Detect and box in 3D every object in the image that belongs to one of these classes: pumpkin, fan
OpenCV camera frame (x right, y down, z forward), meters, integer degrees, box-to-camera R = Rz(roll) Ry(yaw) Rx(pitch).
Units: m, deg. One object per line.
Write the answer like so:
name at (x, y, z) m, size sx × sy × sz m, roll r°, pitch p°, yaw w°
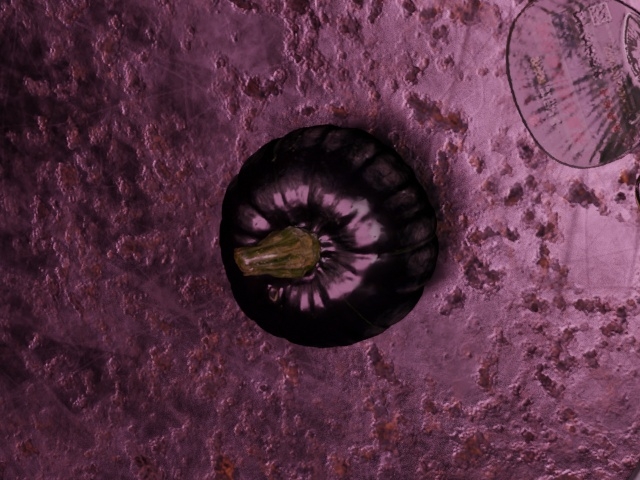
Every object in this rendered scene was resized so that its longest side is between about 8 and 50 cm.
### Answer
pumpkin at (0.000, 0.000, 1.919) m, size 0.295 × 0.296 × 0.296 m, roll 5°, pitch 104°, yaw 21°
fan at (0.352, -0.235, 1.861) m, size 0.223 × 0.012 × 0.294 m, roll 45°, pitch 115°, yaw 8°

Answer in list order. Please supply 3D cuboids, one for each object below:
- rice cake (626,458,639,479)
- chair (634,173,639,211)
rice cake at (0.442, 0.278, 1.915) m, size 0.063 × 0.066 × 0.336 m, roll 34°, pitch 112°, yaw 12°
chair at (0.532, -0.010, 1.776) m, size 0.325 × 0.170 × 0.160 m, roll 19°, pitch 122°, yaw 64°
